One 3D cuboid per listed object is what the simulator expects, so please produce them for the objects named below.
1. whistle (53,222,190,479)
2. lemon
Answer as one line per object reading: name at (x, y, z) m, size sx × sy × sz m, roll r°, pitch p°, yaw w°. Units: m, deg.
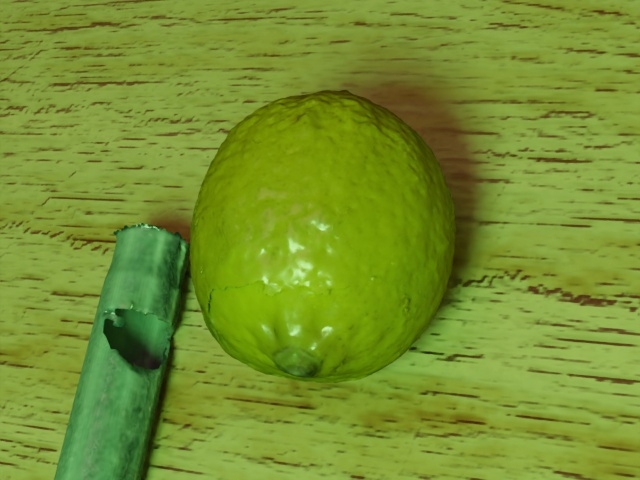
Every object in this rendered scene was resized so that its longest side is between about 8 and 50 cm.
whistle at (-0.150, 0.137, 1.090) m, size 0.062 × 0.062 × 0.312 m, roll -4°, pitch 61°, yaw 29°
lemon at (-0.001, -0.003, 1.011) m, size 0.180 × 0.180 × 0.193 m, roll -21°, pitch 75°, yaw 19°
